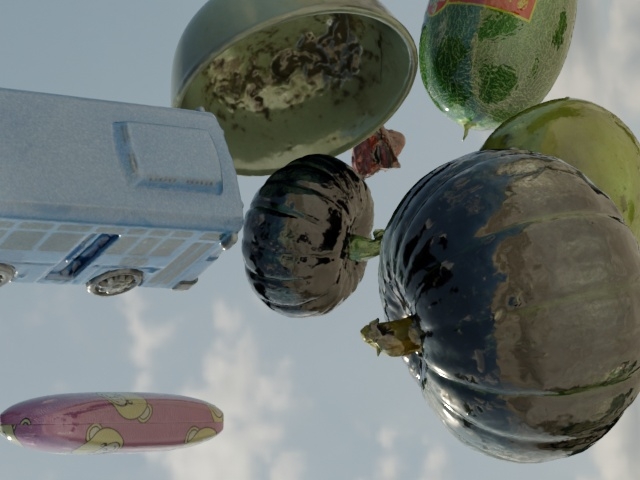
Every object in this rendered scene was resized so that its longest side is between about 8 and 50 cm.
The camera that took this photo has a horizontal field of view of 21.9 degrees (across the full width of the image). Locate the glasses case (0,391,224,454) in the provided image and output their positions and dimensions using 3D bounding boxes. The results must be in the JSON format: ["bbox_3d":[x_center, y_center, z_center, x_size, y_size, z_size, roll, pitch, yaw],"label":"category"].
[{"bbox_3d":[-0.250,0.222,2.014,0.316,0.123,0.076,6,-98,-51],"label":"glasses case"}]

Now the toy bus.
[{"bbox_3d":[-0.172,-0.035,1.189,0.234,0.133,0.116,3,-120,-39],"label":"toy bus"}]

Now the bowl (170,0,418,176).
[{"bbox_3d":[-0.048,-0.215,1.873,0.289,0.289,0.146,52,-165,-59],"label":"bowl"}]

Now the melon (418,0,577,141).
[{"bbox_3d":[0.212,-0.251,1.990,0.182,0.182,0.288,50,-128,-60],"label":"melon"}]

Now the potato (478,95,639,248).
[{"bbox_3d":[0.241,-0.006,1.762,0.304,0.216,0.216,-68,-23,-6],"label":"potato"}]

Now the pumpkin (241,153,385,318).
[{"bbox_3d":[-0.012,-0.003,1.885,0.150,0.194,0.194,41,167,38],"label":"pumpkin"}]

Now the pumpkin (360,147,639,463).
[{"bbox_3d":[0.133,0.051,1.265,0.250,0.216,0.250,167,90,-81],"label":"pumpkin"}]

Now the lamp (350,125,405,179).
[{"bbox_3d":[0.027,-0.207,2.164,0.223,0.151,0.215,-83,-24,-46],"label":"lamp"}]
